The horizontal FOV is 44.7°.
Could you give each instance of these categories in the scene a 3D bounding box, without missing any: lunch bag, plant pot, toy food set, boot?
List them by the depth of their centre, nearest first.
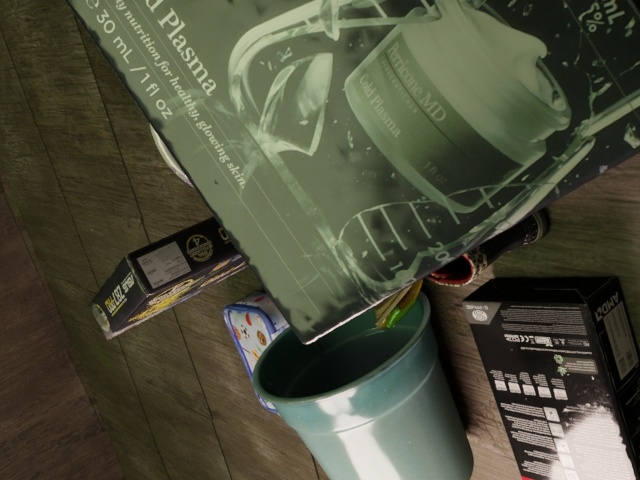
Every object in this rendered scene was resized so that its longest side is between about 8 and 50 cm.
[{"bbox_3d":[0.194,-0.008,1.169,0.236,0.178,0.085,8,120,48],"label":"boot"},{"bbox_3d":[0.136,0.092,1.317,0.038,0.132,0.192,39,-176,-3],"label":"toy food set"},{"bbox_3d":[0.103,0.311,1.412,0.341,0.341,0.334,-3,120,52],"label":"plant pot"},{"bbox_3d":[-0.104,0.270,1.805,0.243,0.115,0.304,-2,112,54],"label":"lunch bag"}]

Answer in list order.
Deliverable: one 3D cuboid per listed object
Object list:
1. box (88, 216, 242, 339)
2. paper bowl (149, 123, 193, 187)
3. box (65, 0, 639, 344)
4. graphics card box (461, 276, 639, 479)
[{"bbox_3d":[-0.243,0.039,1.562,0.097,0.394,0.318,60,145,3],"label":"box"},{"bbox_3d":[-0.158,-0.230,1.427,0.284,0.148,0.284,7,114,17],"label":"paper bowl"},{"bbox_3d":[0.069,-0.224,0.880,0.471,0.297,0.480,-33,94,23],"label":"box"},{"bbox_3d":[0.378,0.238,1.192,0.232,0.094,0.371,-5,111,53],"label":"graphics card box"}]
